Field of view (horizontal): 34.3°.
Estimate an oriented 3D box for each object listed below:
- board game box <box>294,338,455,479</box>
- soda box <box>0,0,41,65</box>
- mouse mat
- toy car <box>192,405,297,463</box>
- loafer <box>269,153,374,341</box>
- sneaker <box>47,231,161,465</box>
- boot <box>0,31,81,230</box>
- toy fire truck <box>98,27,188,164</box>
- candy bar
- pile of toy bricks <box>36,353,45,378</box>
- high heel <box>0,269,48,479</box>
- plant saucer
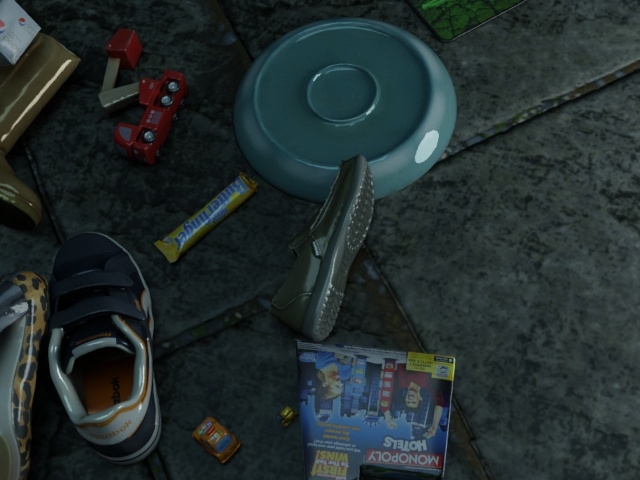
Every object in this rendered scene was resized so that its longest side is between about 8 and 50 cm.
[{"bbox_3d":[0.051,0.223,1.207,0.194,0.060,0.194,6,64,9],"label":"board game box"},{"bbox_3d":[-0.499,-0.293,1.483,0.216,0.069,0.074,5,57,42],"label":"soda box"},{"bbox_3d":[0.220,-0.383,1.547,0.190,0.007,0.152,-29,63,-11],"label":"mouse mat"},{"bbox_3d":[-0.093,0.214,1.238,0.122,0.040,0.060,-30,63,-10],"label":"toy car"},{"bbox_3d":[0.000,0.000,1.309,0.087,0.094,0.251,13,70,18],"label":"loafer"},{"bbox_3d":[-0.268,0.105,1.269,0.126,0.127,0.321,-20,60,-3],"label":"sneaker"},{"bbox_3d":[-0.421,-0.166,1.449,0.236,0.089,0.269,22,65,19],"label":"boot"},{"bbox_3d":[-0.265,-0.205,1.477,0.135,0.047,0.192,15,65,14],"label":"toy fire truck"},{"bbox_3d":[-0.151,-0.032,1.390,0.161,0.018,0.040,-41,66,-15],"label":"candy bar"},{"bbox_3d":[-0.427,0.168,1.276,0.105,0.118,0.212,3,76,39],"label":"pile of toy bricks"},{"bbox_3d":[-0.355,0.173,1.230,0.093,0.261,0.186,4,27,15],"label":"high heel"},{"bbox_3d":[0.031,-0.196,1.446,0.318,0.043,0.317,-3,61,5],"label":"plant saucer"}]
